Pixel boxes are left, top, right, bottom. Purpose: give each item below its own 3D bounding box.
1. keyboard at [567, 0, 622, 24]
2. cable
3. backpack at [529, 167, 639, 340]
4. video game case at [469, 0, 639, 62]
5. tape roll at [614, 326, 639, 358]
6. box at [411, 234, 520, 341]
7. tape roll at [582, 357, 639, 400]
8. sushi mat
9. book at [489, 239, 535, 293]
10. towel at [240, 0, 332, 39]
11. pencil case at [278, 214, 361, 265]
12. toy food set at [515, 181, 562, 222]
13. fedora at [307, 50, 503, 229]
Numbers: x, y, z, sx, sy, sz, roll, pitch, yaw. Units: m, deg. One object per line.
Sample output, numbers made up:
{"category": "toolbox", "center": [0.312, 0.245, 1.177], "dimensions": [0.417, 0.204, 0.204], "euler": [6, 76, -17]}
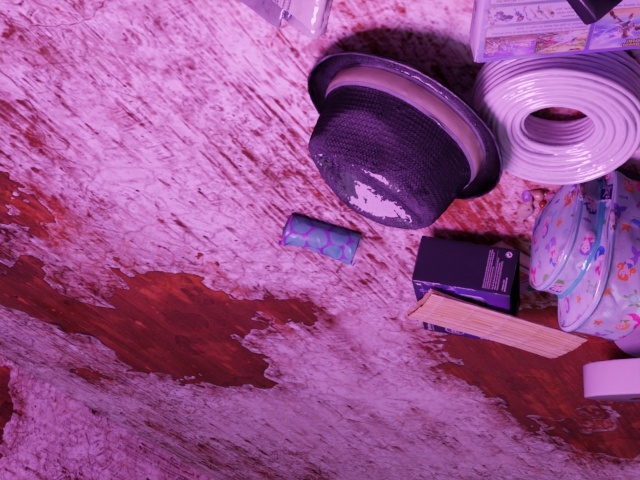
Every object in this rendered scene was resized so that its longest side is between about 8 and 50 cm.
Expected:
{"category": "keyboard", "center": [0.206, -0.361, 0.961], "dimensions": [0.201, 0.033, 0.317], "euler": [-39, 101, 9]}
{"category": "cable", "center": [0.344, -0.187, 1.343], "dimensions": [0.257, 0.089, 0.257], "euler": [28, 146, -24]}
{"category": "backpack", "center": [0.446, 0.025, 1.476], "dimensions": [0.191, 0.253, 0.225], "euler": [9, 151, -7]}
{"category": "video game case", "center": [0.322, -0.326, 1.095], "dimensions": [0.270, 0.061, 0.244], "euler": [-5, 147, 0]}
{"category": "tape roll", "center": [0.689, 0.164, 1.810], "dimensions": [0.219, 0.072, 0.219], "euler": [10, 149, 6]}
{"category": "box", "center": [0.285, 0.100, 1.780], "dimensions": [0.184, 0.103, 0.261], "euler": [11, 157, 18]}
{"category": "tape roll", "center": [0.734, 0.287, 1.870], "dimensions": [0.392, 0.071, 0.392], "euler": [1, 167, 0]}
{"category": "sushi mat", "center": [0.329, 0.161, 1.737], "dimensions": [0.317, 0.019, 0.151], "euler": [16, 155, -9]}
{"category": "book", "center": [0.371, 0.056, 1.790], "dimensions": [0.144, 0.035, 0.096], "euler": [26, 151, -23]}
{"category": "towel", "center": [-0.105, -0.403, 1.066], "dimensions": [0.312, 0.056, 0.324], "euler": [34, 153, 13]}
{"category": "pencil case", "center": [0.000, 0.000, 1.792], "dimensions": [0.152, 0.064, 0.070], "euler": [18, 124, -8]}
{"category": "toy food set", "center": [0.384, -0.058, 1.605], "dimensions": [0.078, 0.019, 0.122], "euler": [8, 149, 8]}
{"category": "fedora", "center": [0.101, -0.127, 1.389], "dimensions": [0.334, 0.152, 0.334], "euler": [25, 157, 11]}
